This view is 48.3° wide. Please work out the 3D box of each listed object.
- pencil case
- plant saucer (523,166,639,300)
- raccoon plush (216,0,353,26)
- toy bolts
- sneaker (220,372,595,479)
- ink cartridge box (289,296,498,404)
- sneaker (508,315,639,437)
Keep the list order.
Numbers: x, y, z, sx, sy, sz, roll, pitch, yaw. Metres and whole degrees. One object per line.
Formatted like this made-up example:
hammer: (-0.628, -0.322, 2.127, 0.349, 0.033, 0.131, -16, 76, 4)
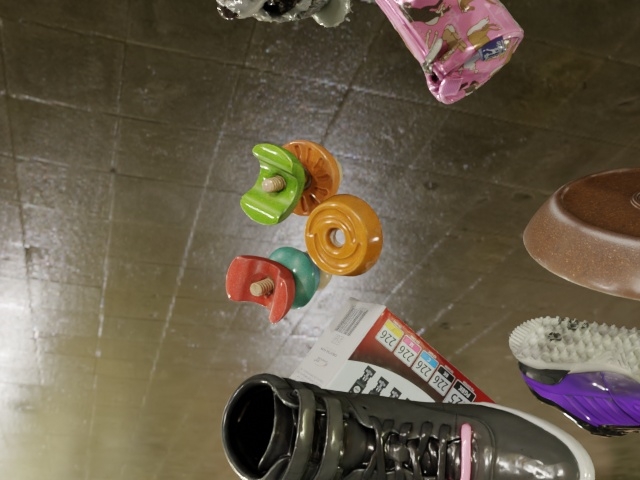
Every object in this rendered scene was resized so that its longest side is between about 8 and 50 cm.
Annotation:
pencil case: (0.141, -0.402, 1.090, 0.160, 0.386, 0.167, -37, 171, 20)
plant saucer: (0.208, -0.012, 0.422, 0.168, 0.168, 0.029, -4, 112, 5)
raccoon plush: (0.038, -0.411, 0.712, 0.446, 0.216, 0.299, -39, 161, 2)
toy bolts: (0.000, 0.000, 0.945, 0.158, 0.218, 0.228, -16, 131, -55)
sneaker: (0.045, 0.167, 0.552, 0.296, 0.104, 0.147, -1, 165, 37)
ink cartridge box: (0.094, 0.284, 1.017, 0.309, 0.272, 0.130, 41, 168, -17)
sneaker: (0.386, 0.190, 0.885, 0.293, 0.102, 0.146, 11, 131, 42)
